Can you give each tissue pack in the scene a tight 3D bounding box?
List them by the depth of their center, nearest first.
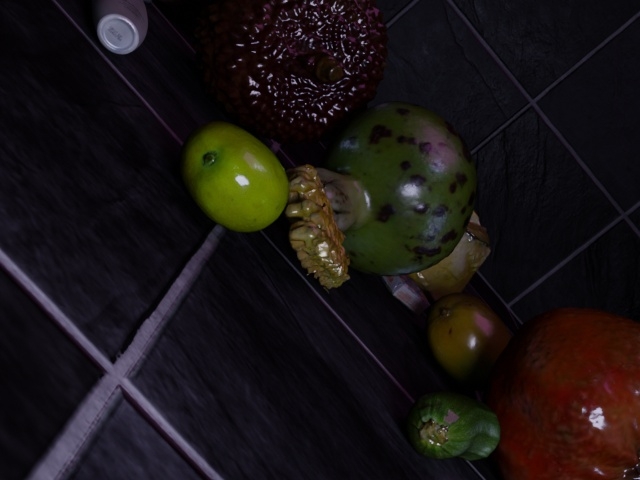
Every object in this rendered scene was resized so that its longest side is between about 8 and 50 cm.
[{"bbox_3d":[0.132,0.076,1.412,0.083,0.035,0.063,38,16,-41],"label":"tissue pack"}]

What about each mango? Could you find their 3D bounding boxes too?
[{"bbox_3d":[-0.089,-0.065,0.881,0.117,0.089,0.163,41,1,-15],"label":"mango"},{"bbox_3d":[0.235,0.154,1.352,0.156,0.114,0.251,46,10,17],"label":"mango"}]

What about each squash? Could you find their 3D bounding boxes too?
[{"bbox_3d":[0.144,0.200,0.950,0.077,0.068,0.219,38,4,29],"label":"squash"}]

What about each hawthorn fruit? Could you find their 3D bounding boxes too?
[{"bbox_3d":[0.330,0.219,1.134,0.287,0.287,0.330,46,1,-21],"label":"hawthorn fruit"}]

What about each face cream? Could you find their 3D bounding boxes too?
[{"bbox_3d":[-0.233,-0.261,1.028,0.072,0.051,0.182,41,13,-25],"label":"face cream"}]

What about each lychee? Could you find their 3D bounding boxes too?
[{"bbox_3d":[-0.042,-0.276,1.271,0.276,0.276,0.304,43,-3,-32],"label":"lychee"}]

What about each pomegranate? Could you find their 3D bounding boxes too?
[{"bbox_3d":[0.077,-0.079,1.184,0.306,0.242,0.242,25,27,-54],"label":"pomegranate"}]

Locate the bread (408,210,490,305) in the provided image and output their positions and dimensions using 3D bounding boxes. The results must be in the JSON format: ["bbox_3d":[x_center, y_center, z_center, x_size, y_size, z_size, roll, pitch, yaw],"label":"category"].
[{"bbox_3d":[0.206,0.015,1.568,0.197,0.170,0.197,36,23,-18],"label":"bread"}]

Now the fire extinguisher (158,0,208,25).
[{"bbox_3d":[-0.200,-0.435,1.596,0.135,0.114,0.337,39,7,17],"label":"fire extinguisher"}]

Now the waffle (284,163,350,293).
[{"bbox_3d":[0.000,0.000,0.976,0.160,0.046,0.192,-98,170,-48],"label":"waffle"}]

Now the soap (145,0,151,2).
[{"bbox_3d":[-0.285,-0.417,1.245,0.145,0.091,0.230,48,10,-10],"label":"soap"}]
